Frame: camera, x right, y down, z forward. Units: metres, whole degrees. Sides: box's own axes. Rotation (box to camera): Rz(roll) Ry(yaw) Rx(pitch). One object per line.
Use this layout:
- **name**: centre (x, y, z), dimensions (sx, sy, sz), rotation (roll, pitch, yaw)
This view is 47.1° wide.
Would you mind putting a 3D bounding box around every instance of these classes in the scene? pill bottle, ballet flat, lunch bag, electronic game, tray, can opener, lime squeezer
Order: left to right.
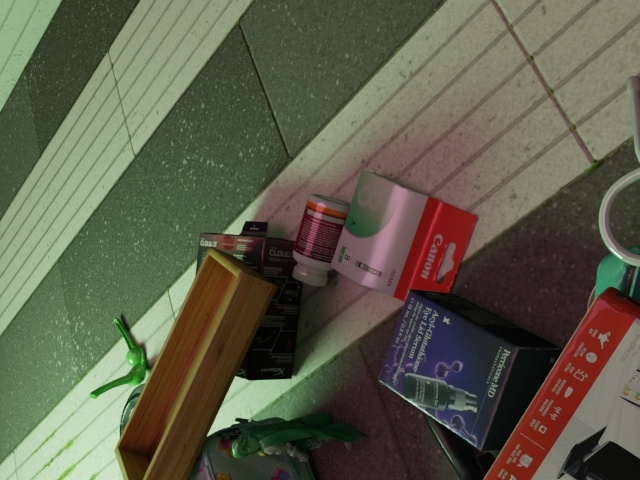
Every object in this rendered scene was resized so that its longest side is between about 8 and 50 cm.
- **lime squeezer**: centre (-0.470, 0.295, 1.767), dimensions (0.310, 0.110, 0.058), rotation (-99, 17, -62)
- **electronic game**: centre (-0.396, 0.445, 1.694), dimensions (0.229, 0.048, 0.229), rotation (-7, 80, 45)
- **tray**: centre (-0.219, 0.228, 1.256), dimensions (0.410, 0.076, 0.203), rotation (-66, 27, 1)
- **lunch bag**: centre (-0.100, 0.440, 1.253), dimensions (0.108, 0.224, 0.279), rotation (-43, 61, 41)
- **pill bottle**: centre (0.000, 0.000, 1.304), dimensions (0.086, 0.086, 0.152), rotation (26, 103, 46)
- **can opener**: centre (0.202, 0.314, 1.071), dimensions (0.186, 0.073, 0.059), rotation (52, 160, 42)
- **ballet flat**: centre (0.363, 0.128, 0.910), dimensions (0.087, 0.083, 0.247), rotation (-160, 80, -71)

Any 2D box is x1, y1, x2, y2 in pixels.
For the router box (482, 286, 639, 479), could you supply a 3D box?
- **router box**: centre (0.362, 0.269, 0.803), dimensions (0.301, 0.082, 0.335), rotation (33, 110, 24)

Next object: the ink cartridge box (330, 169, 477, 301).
- **ink cartridge box**: centre (0.126, 0.004, 1.193), dimensions (0.225, 0.056, 0.181), rotation (30, 107, 47)

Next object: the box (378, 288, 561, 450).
- **box**: centre (0.205, 0.177, 1.039), dimensions (0.207, 0.108, 0.153), rotation (26, 103, 47)

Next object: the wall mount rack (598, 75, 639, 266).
- **wall mount rack**: centre (0.465, -0.119, 0.797), dimensions (0.350, 0.130, 0.304), rotation (-33, 65, 40)

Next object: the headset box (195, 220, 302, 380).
- **headset box**: centre (-0.146, 0.107, 1.428), dimensions (0.218, 0.110, 0.293), rotation (3, 87, 47)

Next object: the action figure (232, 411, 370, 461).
- **action figure**: centre (-0.049, 0.325, 1.200), dimensions (0.137, 0.232, 0.063), rotation (0, 85, 48)
